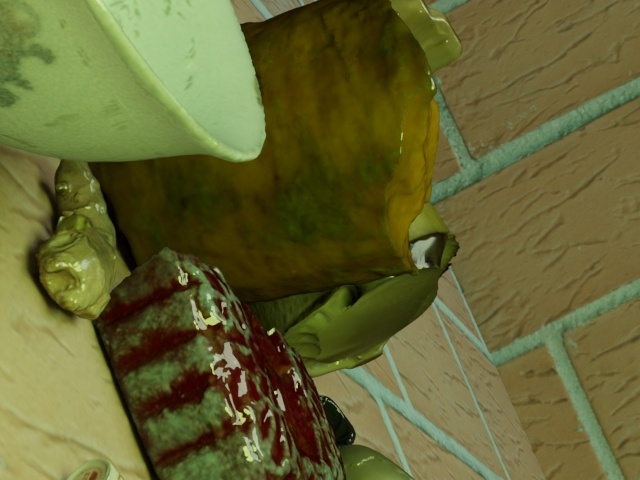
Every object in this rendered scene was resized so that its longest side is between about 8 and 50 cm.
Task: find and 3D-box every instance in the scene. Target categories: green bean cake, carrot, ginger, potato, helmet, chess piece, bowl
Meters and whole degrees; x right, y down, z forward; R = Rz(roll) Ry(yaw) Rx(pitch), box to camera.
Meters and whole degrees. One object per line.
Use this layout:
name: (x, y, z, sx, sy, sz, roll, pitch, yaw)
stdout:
green bean cake: (-0.065, 0.131, 1.242, 0.198, 0.097, 0.233, 67, 12, 23)
carrot: (-0.027, -0.073, 1.353, 0.241, 0.341, 0.241, -12, 90, -69)
ginger: (-0.177, 0.003, 1.177, 0.069, 0.051, 0.173, 57, 6, -28)
potato: (0.000, 0.000, 1.584, 0.285, 0.242, 0.242, 77, -11, -75)
helmet: (-0.009, 0.180, 1.498, 0.065, 0.049, 0.084, 55, 20, 17)
chess piece: (0.017, -0.199, 1.917, 0.137, 0.301, 0.137, 59, 14, -24)
bowl: (-0.224, -0.205, 1.041, 0.435, 0.196, 0.435, 60, 11, -20)

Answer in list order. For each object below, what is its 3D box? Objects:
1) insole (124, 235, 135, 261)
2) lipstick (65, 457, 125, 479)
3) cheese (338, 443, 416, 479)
insole: (-0.092, 0.096, 1.454, 0.322, 0.007, 0.109, 57, 11, -31)
lipstick: (-0.113, 0.194, 1.016, 0.130, 0.038, 0.038, 57, 12, -30)
cheese: (0.062, 0.259, 1.446, 0.175, 0.091, 0.202, 42, -6, 7)
